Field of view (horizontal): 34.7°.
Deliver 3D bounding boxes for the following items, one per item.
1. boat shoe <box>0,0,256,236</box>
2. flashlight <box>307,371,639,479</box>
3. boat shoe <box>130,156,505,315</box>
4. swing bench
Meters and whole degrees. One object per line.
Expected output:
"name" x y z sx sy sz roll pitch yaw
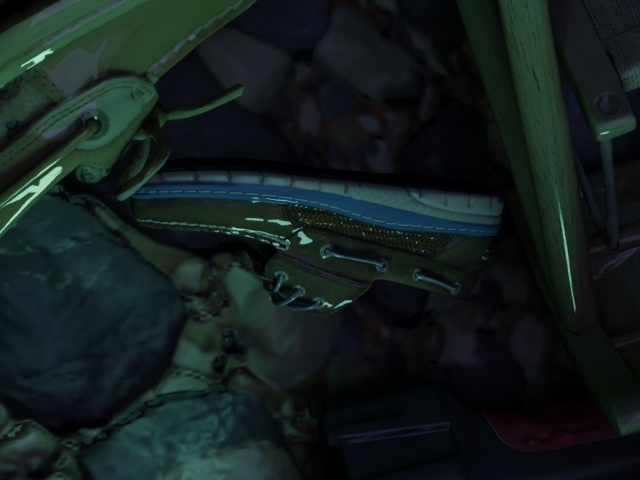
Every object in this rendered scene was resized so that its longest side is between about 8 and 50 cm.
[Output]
"boat shoe" -0.132 -0.035 0.417 0.285 0.104 0.089 -34 112 2
"flashlight" 0.147 0.087 0.522 0.304 0.103 0.103 -7 106 -11
"boat shoe" 0.000 0.000 0.474 0.183 0.066 0.066 5 99 -17
"swing bench" 0.202 -0.086 0.443 0.253 0.165 0.254 -17 106 3
